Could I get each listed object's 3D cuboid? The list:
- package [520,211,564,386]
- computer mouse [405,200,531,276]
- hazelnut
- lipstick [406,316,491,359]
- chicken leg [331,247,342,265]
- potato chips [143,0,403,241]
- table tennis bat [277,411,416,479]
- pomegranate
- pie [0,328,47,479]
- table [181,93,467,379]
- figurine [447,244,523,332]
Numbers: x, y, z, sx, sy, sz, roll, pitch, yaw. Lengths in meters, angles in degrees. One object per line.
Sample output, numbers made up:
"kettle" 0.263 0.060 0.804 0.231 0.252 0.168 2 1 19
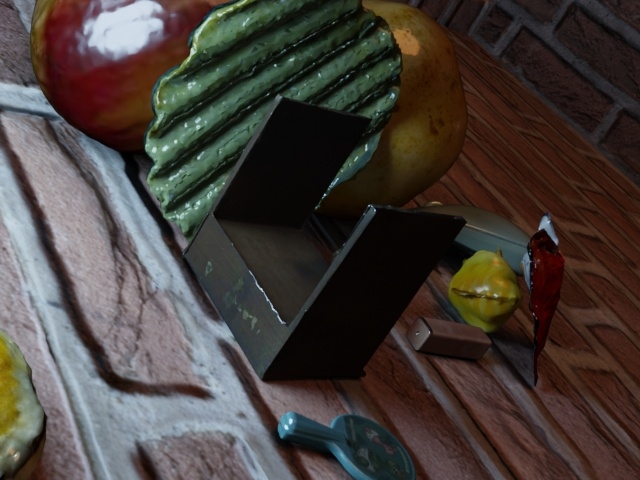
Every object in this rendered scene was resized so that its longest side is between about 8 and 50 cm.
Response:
"package" 0.383 0.095 1.597 0.071 0.270 0.194 0 16 29
"computer mouse" 0.306 -0.019 1.821 0.288 0.097 0.159 26 -2 -12
"hazelnut" -0.237 -0.322 1.434 0.420 0.353 0.421 -7 16 2
"lipstick" 0.208 0.158 1.495 0.145 0.045 0.045 12 29 -37
"chicken leg" 0.061 0.067 1.451 0.125 0.080 0.196 50 27 7
"potato chips" -0.065 -0.182 1.316 0.070 0.429 0.358 47 -9 49
"table tennis bat" 0.034 0.251 1.127 0.201 0.033 0.124 26 23 -28
"pomegranate" 0.069 -0.245 1.637 0.416 0.417 0.417 27 25 -14
"pie" -0.396 0.123 0.781 0.339 0.077 0.339 24 25 -12
"table" 0.000 0.000 1.242 0.196 0.282 0.251 7 34 -44
"figurine" 0.295 0.084 1.659 0.131 0.156 0.246 5 3 10
